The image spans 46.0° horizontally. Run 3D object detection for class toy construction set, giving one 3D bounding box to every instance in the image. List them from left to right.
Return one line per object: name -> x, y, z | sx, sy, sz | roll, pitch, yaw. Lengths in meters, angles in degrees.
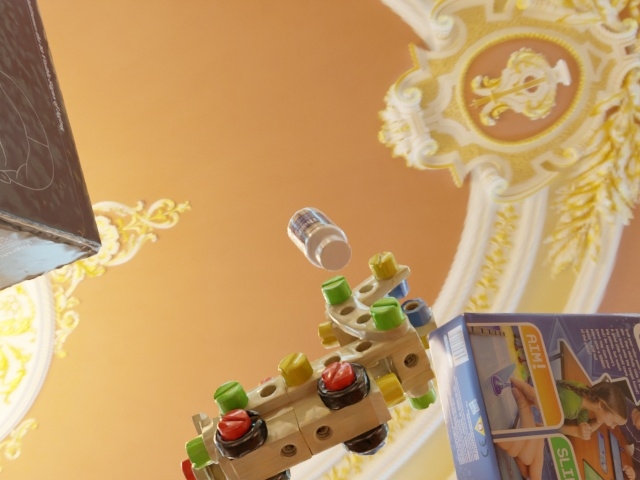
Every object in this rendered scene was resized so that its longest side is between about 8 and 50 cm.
toy construction set -> -0.019, 0.152, 0.764 | 0.328, 0.215, 0.151 | -38, -68, 3

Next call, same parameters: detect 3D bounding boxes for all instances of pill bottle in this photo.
pill bottle -> 0.000, 0.000, 1.124 | 0.067, 0.120, 0.067 | -9, -65, -20

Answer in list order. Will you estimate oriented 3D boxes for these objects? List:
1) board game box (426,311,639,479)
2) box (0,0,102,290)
board game box -> 0.133, 0.133, 0.348 | 0.136, 0.035, 0.201 | 3, -116, -25
box -> -0.578, -0.192, 1.016 | 0.297, 0.472, 0.479 | -20, -103, 9
